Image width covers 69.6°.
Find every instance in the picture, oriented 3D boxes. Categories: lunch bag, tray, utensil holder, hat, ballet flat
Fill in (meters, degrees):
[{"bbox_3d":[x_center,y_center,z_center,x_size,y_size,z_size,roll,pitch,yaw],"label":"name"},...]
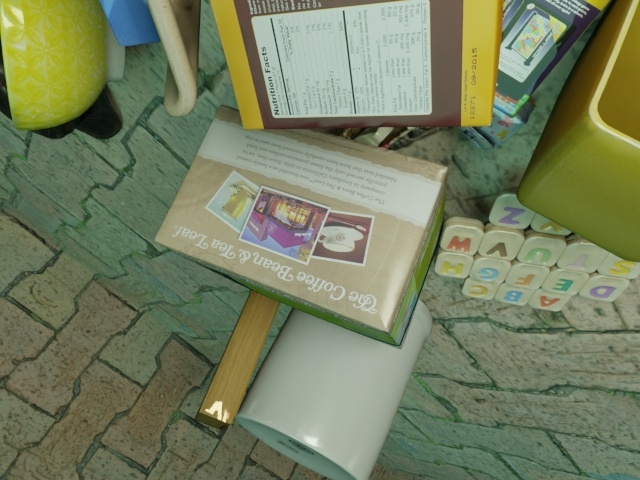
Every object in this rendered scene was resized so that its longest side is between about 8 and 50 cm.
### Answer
[{"bbox_3d":[0.204,-0.151,0.564,0.071,0.053,0.083,41,152,-5],"label":"lunch bag"},{"bbox_3d":[-0.165,0.214,1.064,0.076,0.411,0.203,25,150,-6],"label":"tray"},{"bbox_3d":[0.037,0.293,1.039,0.328,0.385,0.327,21,148,14],"label":"utensil holder"},{"bbox_3d":[-0.587,-0.307,0.944,0.331,0.134,0.331,23,149,14],"label":"hat"},{"bbox_3d":[0.102,-0.164,0.609,0.091,0.077,0.241,39,148,-11],"label":"ballet flat"}]

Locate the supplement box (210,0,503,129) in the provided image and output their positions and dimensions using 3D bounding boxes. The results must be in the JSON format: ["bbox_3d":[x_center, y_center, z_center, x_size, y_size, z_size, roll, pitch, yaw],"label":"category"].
[{"bbox_3d":[0.045,-0.190,0.376,0.194,0.191,0.129,5,128,20],"label":"supplement box"}]

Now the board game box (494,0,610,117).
[{"bbox_3d":[0.165,-0.227,0.454,0.170,0.048,0.141,32,131,-1],"label":"board game box"}]

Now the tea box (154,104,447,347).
[{"bbox_3d":[0.000,0.000,0.711,0.329,0.220,0.323,19,170,17],"label":"tea box"}]

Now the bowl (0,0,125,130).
[{"bbox_3d":[-0.391,-0.311,0.709,0.156,0.289,0.289,-4,164,-29],"label":"bowl"}]

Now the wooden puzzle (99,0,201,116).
[{"bbox_3d":[-0.160,-0.331,0.368,0.080,0.322,0.348,-4,145,-5],"label":"wooden puzzle"}]

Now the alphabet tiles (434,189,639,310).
[{"bbox_3d":[0.324,0.031,0.701,0.284,0.021,0.278,9,146,9],"label":"alphabet tiles"}]

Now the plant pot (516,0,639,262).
[{"bbox_3d":[0.312,-0.094,0.426,0.212,0.212,0.187,29,163,2],"label":"plant pot"}]
